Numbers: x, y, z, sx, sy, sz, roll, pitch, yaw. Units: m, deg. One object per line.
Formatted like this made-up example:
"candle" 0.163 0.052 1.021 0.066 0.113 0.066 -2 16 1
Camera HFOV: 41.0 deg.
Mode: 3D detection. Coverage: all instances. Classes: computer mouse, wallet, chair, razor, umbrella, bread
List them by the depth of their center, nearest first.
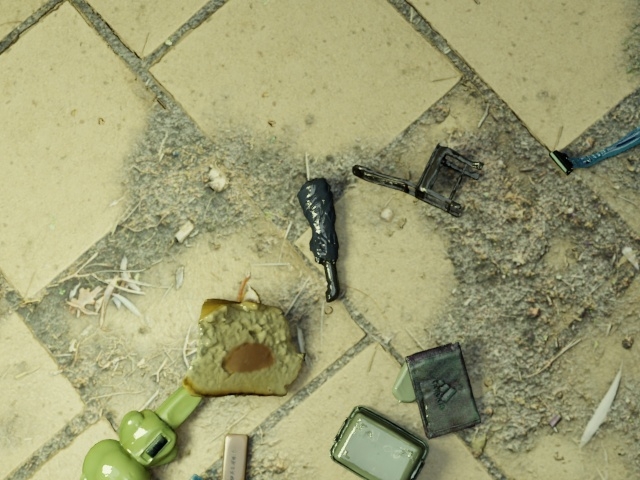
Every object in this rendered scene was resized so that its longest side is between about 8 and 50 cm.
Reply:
"bread" -0.131 0.206 1.596 0.211 0.224 0.183 8 86 -1
"wallet" 0.231 0.283 1.618 0.111 0.030 0.165 -16 94 -7
"computer mouse" 0.174 0.264 1.641 0.056 0.032 0.110 32 85 -9
"chair" 0.189 -0.137 1.678 0.229 0.106 0.113 25 83 8
"razor" 0.583 -0.189 1.688 0.253 0.042 0.082 -23 37 -1
"umbrella" 0.008 -0.001 1.700 0.071 0.071 0.248 -12 85 3

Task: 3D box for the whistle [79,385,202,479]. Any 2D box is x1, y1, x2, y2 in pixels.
"whistle" -0.345 0.384 1.637 0.141 0.141 0.294 33 65 10

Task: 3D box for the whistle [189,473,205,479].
"whistle" -0.198 0.516 1.602 0.158 0.090 0.090 30 83 10

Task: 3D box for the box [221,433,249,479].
"box" -0.165 0.430 1.645 0.048 0.025 0.115 3 80 7

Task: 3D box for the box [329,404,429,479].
"box" 0.108 0.394 1.592 0.172 0.093 0.124 28 83 10
